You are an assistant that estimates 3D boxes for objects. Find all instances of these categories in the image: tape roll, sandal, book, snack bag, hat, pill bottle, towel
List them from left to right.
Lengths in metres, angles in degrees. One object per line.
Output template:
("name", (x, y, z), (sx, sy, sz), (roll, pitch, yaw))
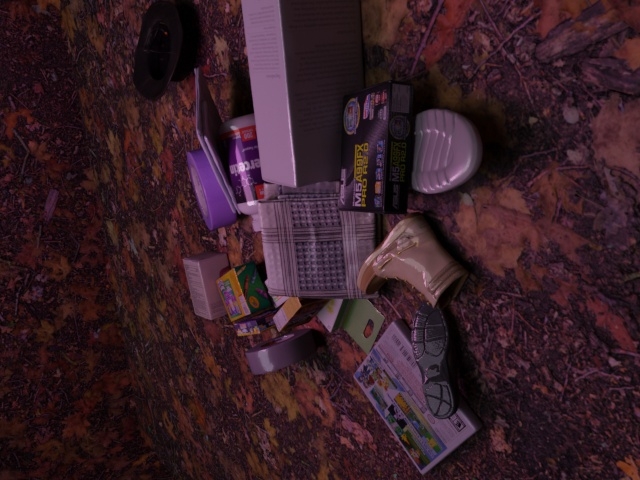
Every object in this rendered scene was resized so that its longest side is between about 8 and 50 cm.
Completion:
("hat", (-0.511, -0.633, 2.037), (0.331, 0.134, 0.331), (-1, 89, 44))
("tape roll", (-0.368, -0.176, 2.020), (0.275, 0.090, 0.274), (163, 90, -74))
("snack bag", (-0.305, -0.299, 1.795), (0.323, 0.037, 0.342), (71, -175, -48))
("pill bottle", (-0.171, -0.197, 1.722), (0.181, 0.182, 0.322), (-5, 102, 55))
("book", (-0.133, 0.156, 1.971), (0.096, 0.035, 0.144), (60, 143, 10))
("tape roll", (-0.122, 0.346, 1.872), (0.219, 0.219, 0.072), (-21, 87, 56))
("towel", (0.000, 0.000, 1.529), (0.312, 0.056, 0.324), (1, 107, 14))
("sandal", (0.218, -0.179, 1.272), (0.416, 0.102, 0.169), (-176, 87, -64))

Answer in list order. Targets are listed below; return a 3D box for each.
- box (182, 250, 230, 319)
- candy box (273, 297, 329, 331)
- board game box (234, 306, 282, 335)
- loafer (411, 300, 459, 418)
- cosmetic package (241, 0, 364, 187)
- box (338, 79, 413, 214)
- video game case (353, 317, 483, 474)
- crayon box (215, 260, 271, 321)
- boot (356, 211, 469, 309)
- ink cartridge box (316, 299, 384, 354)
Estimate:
("box", (-0.419, 0.167, 2.285), (0.149, 0.127, 0.232), (7, 110, 53))
("candy box", (-0.052, 0.192, 1.709), (0.053, 0.109, 0.186), (64, 147, 19))
("board game box", (-0.189, 0.269, 2.000), (0.170, 0.141, 0.048), (-19, 89, 55))
("loafer", (0.276, 0.277, 1.404), (0.096, 0.084, 0.267), (-11, 78, 31))
("cosmetic package", (-0.030, -0.372, 1.405), (0.161, 0.230, 0.453), (18, 119, 50))
("box", (0.115, -0.193, 1.299), (0.216, 0.060, 0.270), (-168, 80, -65))
("video game case", (0.239, 0.412, 1.565), (0.329, 0.036, 0.300), (53, 141, 24))
("crayon box", (-0.276, 0.183, 2.099), (0.278, 0.081, 0.165), (-30, 80, 64))
("boot", (0.209, 0.090, 1.391), (0.203, 0.095, 0.262), (53, 127, 24))
("ink cartridge box", (0.066, 0.198, 1.690), (0.235, 0.056, 0.171), (49, 139, 33))
